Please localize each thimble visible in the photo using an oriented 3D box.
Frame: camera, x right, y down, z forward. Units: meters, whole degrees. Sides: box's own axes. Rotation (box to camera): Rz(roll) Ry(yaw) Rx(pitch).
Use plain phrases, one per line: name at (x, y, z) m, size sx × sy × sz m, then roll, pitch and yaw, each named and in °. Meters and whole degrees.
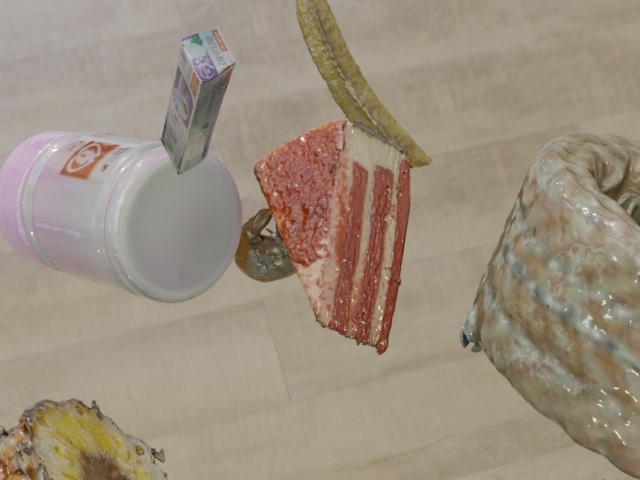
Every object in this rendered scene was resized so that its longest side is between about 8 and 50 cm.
thimble at (0.212, 0.041, 0.669) m, size 0.196 × 0.148 × 0.229 m, roll -12°, pitch 40°, yaw -43°

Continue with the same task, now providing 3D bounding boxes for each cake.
cake at (0.000, 0.000, 1.326) m, size 0.159 × 0.158 × 0.262 m, roll -5°, pitch 67°, yaw 38°

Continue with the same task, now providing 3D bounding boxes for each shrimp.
shrimp at (-0.056, -0.002, 1.548) m, size 0.132 × 0.187 × 0.052 m, roll 1°, pitch 45°, yaw -33°

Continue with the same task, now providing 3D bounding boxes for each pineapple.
pineapple at (-0.350, 0.398, 1.376) m, size 0.352 × 0.352 × 0.300 m, roll 43°, pitch 97°, yaw 14°

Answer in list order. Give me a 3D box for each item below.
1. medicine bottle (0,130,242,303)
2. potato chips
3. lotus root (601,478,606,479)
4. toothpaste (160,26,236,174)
medicine bottle at (-0.274, -0.041, 1.428) m, size 0.316 × 0.202 × 0.202 m, roll 12°, pitch 61°, yaw 45°
potato chips at (0.044, -0.281, 1.763) m, size 0.080 × 0.057 × 0.407 m, roll -28°, pitch 86°, yaw -30°
lotus root at (0.099, 0.227, 0.665) m, size 0.342 × 0.169 × 0.151 m, roll -10°, pitch 66°, yaw 38°
toothpaste at (-0.113, -0.122, 0.975) m, size 0.040 × 0.196 × 0.047 m, roll -23°, pitch 77°, yaw -20°
